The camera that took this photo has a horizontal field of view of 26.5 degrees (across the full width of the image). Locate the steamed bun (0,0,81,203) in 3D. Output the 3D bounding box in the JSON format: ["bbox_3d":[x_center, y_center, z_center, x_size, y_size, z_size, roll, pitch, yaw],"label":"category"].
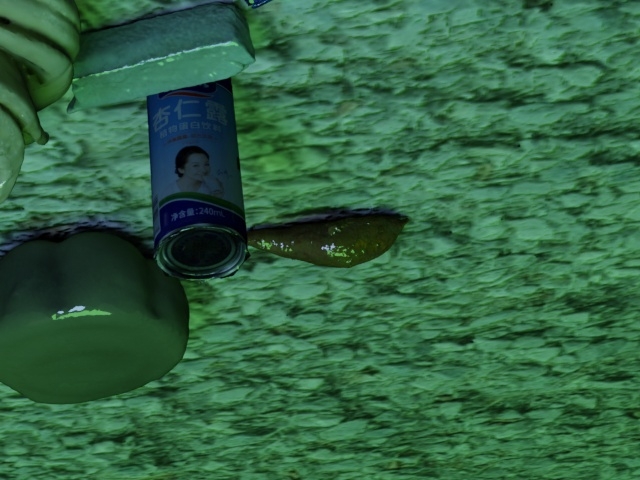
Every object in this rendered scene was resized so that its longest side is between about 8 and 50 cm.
[{"bbox_3d":[-0.325,-0.154,1.238,0.203,0.289,0.276,34,175,1],"label":"steamed bun"}]

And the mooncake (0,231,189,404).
[{"bbox_3d":[-0.295,0.098,1.689,0.275,0.135,0.275,-6,147,-4],"label":"mooncake"}]

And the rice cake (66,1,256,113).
[{"bbox_3d":[-0.169,-0.189,1.386,0.207,0.069,0.063,-10,145,7],"label":"rice cake"}]

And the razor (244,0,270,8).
[{"bbox_3d":[-0.106,-0.319,1.234,0.093,0.056,0.324,-21,141,20],"label":"razor"}]

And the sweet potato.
[{"bbox_3d":[0.002,0.005,1.676,0.226,0.068,0.068,-6,143,-2],"label":"sweet potato"}]

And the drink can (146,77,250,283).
[{"bbox_3d":[-0.129,-0.077,1.397,0.097,0.235,0.097,-5,143,-4],"label":"drink can"}]
